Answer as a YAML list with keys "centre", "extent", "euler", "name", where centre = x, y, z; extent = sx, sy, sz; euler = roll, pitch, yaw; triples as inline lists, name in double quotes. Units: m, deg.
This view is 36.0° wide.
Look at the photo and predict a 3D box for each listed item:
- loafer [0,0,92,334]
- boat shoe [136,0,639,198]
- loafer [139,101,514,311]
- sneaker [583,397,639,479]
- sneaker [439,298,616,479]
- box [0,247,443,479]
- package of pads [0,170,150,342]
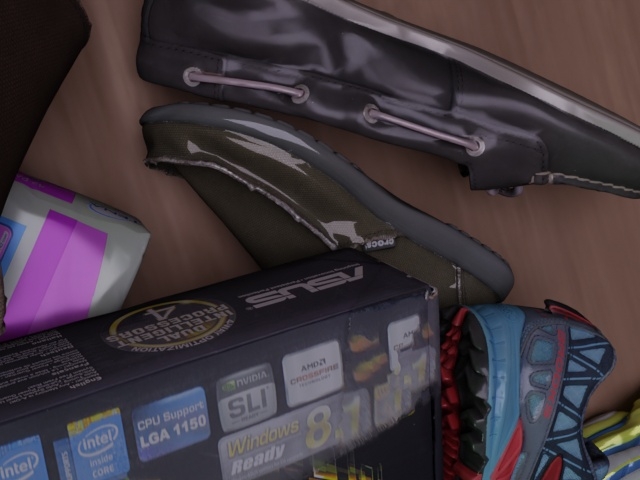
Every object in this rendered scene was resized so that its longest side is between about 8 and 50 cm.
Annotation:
- centre: [-0.166, -0.107, 0.457]
  extent: [0.130, 0.134, 0.366]
  euler: [3, 60, -28]
  name: "loafer"
- centre: [0.052, -0.083, 0.597]
  extent: [0.335, 0.112, 0.095]
  euler: [22, 105, -9]
  name: "boat shoe"
- centre: [0.000, 0.000, 0.586]
  extent: [0.251, 0.094, 0.087]
  euler: [28, 82, -14]
  name: "loafer"
- centre: [0.245, 0.144, 0.637]
  extent: [0.240, 0.126, 0.091]
  euler: [-37, 100, -10]
  name: "sneaker"
- centre: [0.122, 0.161, 0.597]
  extent: [0.125, 0.104, 0.262]
  euler: [-4, 115, -18]
  name: "sneaker"
- centre: [-0.117, 0.202, 0.483]
  extent: [0.395, 0.097, 0.318]
  euler: [-14, 110, -28]
  name: "box"
- centre: [-0.254, 0.082, 0.523]
  extent: [0.229, 0.101, 0.296]
  euler: [24, 86, -14]
  name: "package of pads"
